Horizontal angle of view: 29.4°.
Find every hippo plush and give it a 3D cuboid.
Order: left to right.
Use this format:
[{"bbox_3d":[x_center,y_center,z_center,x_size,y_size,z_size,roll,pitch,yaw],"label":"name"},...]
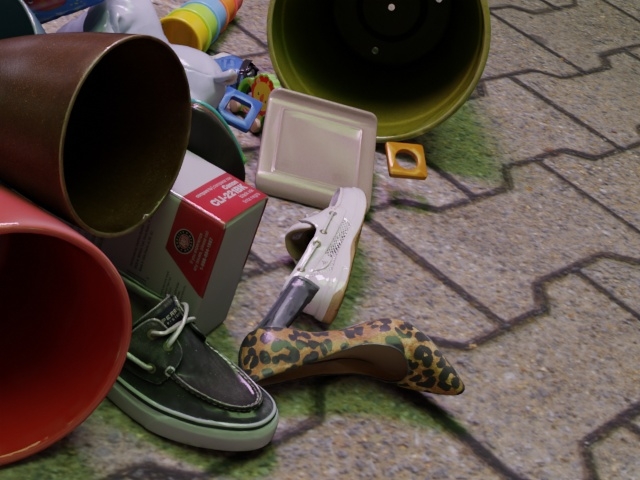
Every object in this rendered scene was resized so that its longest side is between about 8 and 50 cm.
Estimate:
[{"bbox_3d":[-0.270,-0.245,1.812,0.236,0.234,0.294,35,62,-27],"label":"hippo plush"}]

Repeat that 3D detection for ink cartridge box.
[{"bbox_3d":[-0.226,-0.022,1.469,0.273,0.197,0.114,29,31,13],"label":"ink cartridge box"}]

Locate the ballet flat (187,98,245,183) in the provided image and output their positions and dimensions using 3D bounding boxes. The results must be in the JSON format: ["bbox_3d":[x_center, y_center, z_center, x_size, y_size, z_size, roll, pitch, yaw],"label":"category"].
[{"bbox_3d":[-0.141,-0.069,1.556,0.095,0.280,0.096,13,67,15],"label":"ballet flat"}]

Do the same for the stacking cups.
[{"bbox_3d":[-0.216,-0.397,2.165,0.096,0.096,0.316,21,29,0],"label":"stacking cups"}]

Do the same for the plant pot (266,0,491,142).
[{"bbox_3d":[0.115,-0.392,2.141,0.366,0.366,0.353,21,20,0],"label":"plant pot"}]

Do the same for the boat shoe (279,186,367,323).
[{"bbox_3d":[0.000,0.000,1.664,0.096,0.098,0.277,20,32,-3],"label":"boat shoe"}]

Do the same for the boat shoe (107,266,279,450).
[{"bbox_3d":[-0.191,0.116,1.352,0.335,0.119,0.121,27,32,10],"label":"boat shoe"}]

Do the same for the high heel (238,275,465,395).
[{"bbox_3d":[0.035,0.164,1.462,0.261,0.093,0.186,28,43,6],"label":"high heel"}]

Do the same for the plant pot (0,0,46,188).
[{"bbox_3d":[-0.441,-0.170,1.546,0.290,0.290,0.195,34,-3,21],"label":"plant pot"}]

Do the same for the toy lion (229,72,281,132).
[{"bbox_3d":[-0.099,-0.230,1.963,0.034,0.096,0.100,-7,40,-40],"label":"toy lion"}]

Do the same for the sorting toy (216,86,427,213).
[{"bbox_3d":[-0.005,-0.130,1.885,0.347,0.047,0.196,14,55,-10],"label":"sorting toy"}]

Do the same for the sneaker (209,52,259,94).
[{"bbox_3d":[-0.156,-0.272,2.032,0.084,0.058,0.152,20,24,15],"label":"sneaker"}]

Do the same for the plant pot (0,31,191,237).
[{"bbox_3d":[-0.295,-0.135,1.312,0.230,0.215,0.215,16,27,26],"label":"plant pot"}]

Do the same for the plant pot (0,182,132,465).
[{"bbox_3d":[-0.363,0.052,1.238,0.275,0.275,0.243,-4,29,-35],"label":"plant pot"}]

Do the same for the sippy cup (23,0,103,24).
[{"bbox_3d":[-0.400,-0.392,1.659,0.224,0.240,0.305,-5,45,20],"label":"sippy cup"}]
